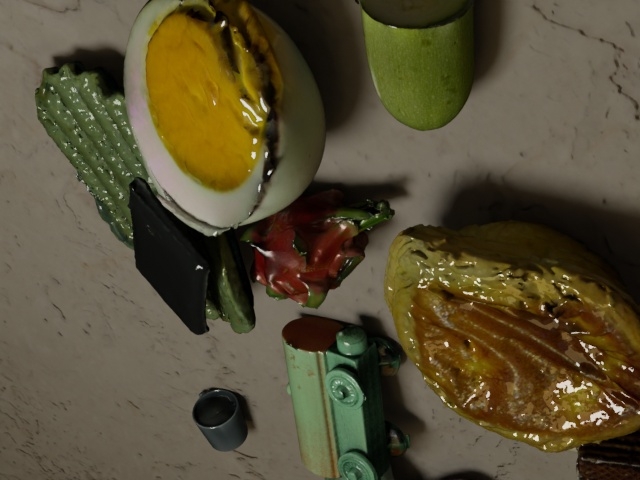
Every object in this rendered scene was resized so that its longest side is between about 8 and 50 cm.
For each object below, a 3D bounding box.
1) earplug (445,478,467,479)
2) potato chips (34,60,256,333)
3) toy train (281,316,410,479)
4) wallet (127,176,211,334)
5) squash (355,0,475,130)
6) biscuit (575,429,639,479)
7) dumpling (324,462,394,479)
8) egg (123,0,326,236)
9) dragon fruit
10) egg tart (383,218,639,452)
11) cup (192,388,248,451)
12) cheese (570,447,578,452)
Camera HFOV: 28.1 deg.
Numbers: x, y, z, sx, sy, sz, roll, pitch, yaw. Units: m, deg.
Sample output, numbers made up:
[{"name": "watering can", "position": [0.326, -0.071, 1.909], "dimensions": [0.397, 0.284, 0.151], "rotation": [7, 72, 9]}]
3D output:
[{"name": "earplug", "position": [0.174, 0.466, 1.988], "dimensions": [0.172, 0.172, 0.301], "rotation": [31, 136, 1]}, {"name": "potato chips", "position": [-0.225, -0.048, 1.703], "dimensions": [0.358, 0.070, 0.429], "rotation": [17, 140, 51]}, {"name": "toy train", "position": [0.025, 0.234, 1.843], "dimensions": [0.177, 0.116, 0.285], "rotation": [15, 130, 32]}, {"name": "wallet", "position": [-0.193, 0.031, 1.640], "dimensions": [0.146, 0.030, 0.285], "rotation": [46, 160, 12]}, {"name": "squash", "position": [0.107, -0.193, 1.333], "dimensions": [0.123, 0.123, 0.187], "rotation": [14, 144, 22]}, {"name": "biscuit", "position": [0.511, 0.292, 1.569], "dimensions": [0.388, 0.073, 0.107], "rotation": [4, 137, 17]}, {"name": "dumpling", "position": [0.049, 0.379, 1.986], "dimensions": [0.149, 0.104, 0.217], "rotation": [-38, 70, 51]}, {"name": "egg", "position": [-0.093, -0.164, 1.465], "dimensions": [0.264, 0.174, 0.286], "rotation": [3, 111, 46]}, {"name": "dragon fruit", "position": [-0.003, 0.001, 1.597], "dimensions": [0.236, 0.137, 0.135], "rotation": [-16, 122, 50]}, {"name": "egg tart", "position": [0.251, 0.105, 1.523], "dimensions": [0.351, 0.153, 0.340], "rotation": [9, 136, 25]}, {"name": "cup", "position": [-0.167, 0.290, 2.093], "dimensions": [0.100, 0.078, 0.077], "rotation": [46, 163, 43]}, {"name": "cheese", "position": [0.357, 0.243, 1.678], "dimensions": [0.227, 0.064, 0.137], "rotation": [39, 145, -6]}]
